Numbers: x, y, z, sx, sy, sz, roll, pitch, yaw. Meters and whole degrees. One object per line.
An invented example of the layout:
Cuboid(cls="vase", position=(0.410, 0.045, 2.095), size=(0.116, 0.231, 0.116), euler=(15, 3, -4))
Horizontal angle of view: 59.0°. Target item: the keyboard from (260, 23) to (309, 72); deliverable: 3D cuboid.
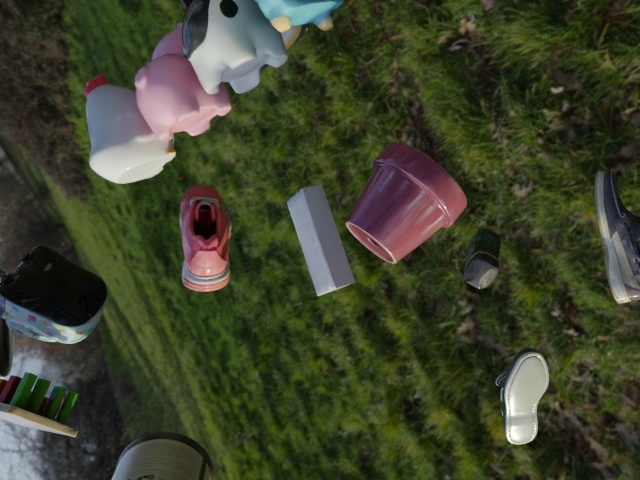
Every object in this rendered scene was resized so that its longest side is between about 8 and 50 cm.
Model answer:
Cuboid(cls="keyboard", position=(-0.125, -0.439, 1.229), size=(0.100, 0.192, 0.038), euler=(46, -167, -28))

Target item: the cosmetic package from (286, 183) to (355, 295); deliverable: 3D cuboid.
Cuboid(cls="cosmetic package", position=(0.000, 0.000, 1.310), size=(0.099, 0.060, 0.239), euler=(-32, 75, 62))

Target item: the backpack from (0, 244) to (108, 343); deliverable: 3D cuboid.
Cuboid(cls="backpack", position=(-0.543, 0.126, 1.168), size=(0.188, 0.166, 0.144), euler=(22, 129, -4))

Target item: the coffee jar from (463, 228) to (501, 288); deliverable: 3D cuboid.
Cuboid(cls="coffee jar", position=(0.439, 0.048, 1.532), size=(0.079, 0.184, 0.096), euler=(28, 123, 3))

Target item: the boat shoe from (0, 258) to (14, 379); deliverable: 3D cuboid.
Cuboid(cls="boat shoe", position=(-0.747, 0.152, 1.270), size=(0.103, 0.118, 0.321), euler=(4, 97, 32))

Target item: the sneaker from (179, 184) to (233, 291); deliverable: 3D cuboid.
Cuboid(cls="sneaker", position=(-0.229, -0.043, 1.160), size=(0.314, 0.115, 0.136), euler=(-109, 23, -49))

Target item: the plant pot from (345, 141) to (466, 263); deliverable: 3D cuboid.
Cuboid(cls="plant pot", position=(0.154, -0.062, 1.115), size=(0.201, 0.180, 0.201), euler=(40, 172, 7))

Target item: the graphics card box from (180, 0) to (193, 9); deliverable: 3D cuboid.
Cuboid(cls="graphics card box", position=(-0.204, -0.431, 0.645), size=(0.233, 0.094, 0.371), euler=(62, -177, 41))

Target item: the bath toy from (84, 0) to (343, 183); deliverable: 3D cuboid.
Cuboid(cls="bath toy", position=(-0.136, -0.188, 0.598), size=(0.348, 0.151, 0.129), euler=(-29, 89, 34))

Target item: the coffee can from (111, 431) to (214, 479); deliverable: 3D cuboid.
Cuboid(cls="coffee can", position=(-0.317, 0.525, 1.059), size=(0.202, 0.201, 0.275), euler=(61, -176, -15))

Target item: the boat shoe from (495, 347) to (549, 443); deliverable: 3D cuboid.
Cuboid(cls="boat shoe", position=(0.433, 0.325, 1.220), size=(0.079, 0.095, 0.255), euler=(-94, -6, -61))

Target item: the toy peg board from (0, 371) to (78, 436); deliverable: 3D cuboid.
Cuboid(cls="toy peg board", position=(-0.565, 0.307, 1.088), size=(0.160, 0.079, 0.161), euler=(-1, 148, 28))

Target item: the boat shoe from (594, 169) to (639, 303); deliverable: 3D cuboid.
Cuboid(cls="boat shoe", position=(0.640, -0.013, 1.187), size=(0.092, 0.103, 0.285), euler=(-11, 87, 33))
